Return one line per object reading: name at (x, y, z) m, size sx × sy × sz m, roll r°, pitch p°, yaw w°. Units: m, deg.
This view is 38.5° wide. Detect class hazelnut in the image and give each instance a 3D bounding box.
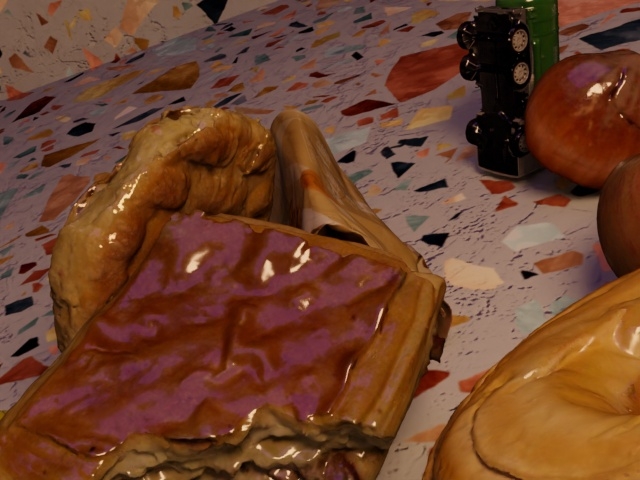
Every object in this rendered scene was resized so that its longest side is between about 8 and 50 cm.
hazelnut at (0.341, -0.153, 1.124) m, size 0.182 × 0.182 × 0.182 m, roll -15°, pitch 28°, yaw 8°

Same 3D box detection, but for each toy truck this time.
toy truck at (0.262, -0.213, 1.214) m, size 0.124 × 0.243 × 0.101 m, roll -20°, pitch 25°, yaw -30°

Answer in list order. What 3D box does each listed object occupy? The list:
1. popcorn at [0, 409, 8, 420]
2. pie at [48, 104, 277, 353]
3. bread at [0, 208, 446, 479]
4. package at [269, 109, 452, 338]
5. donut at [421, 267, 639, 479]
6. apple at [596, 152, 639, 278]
popcorn at (-0.331, 0.248, 0.824) m, size 0.197 × 0.198 × 0.155 m, roll -35°, pitch 33°, yaw -27°
pie at (-0.156, 0.017, 0.974) m, size 0.083 × 0.340 × 0.339 m, roll 24°, pitch 45°, yaw 23°
bread at (-0.082, 0.163, 0.793) m, size 0.314 × 0.192 × 0.370 m, roll 17°, pitch 55°, yaw 23°
package at (0.032, 0.003, 1.053) m, size 0.164 × 0.221 × 0.311 m, roll -1°, pitch 26°, yaw -10°
donut at (0.258, 0.138, 0.557) m, size 0.448 × 0.198 × 0.449 m, roll -25°, pitch 10°, yaw 5°
apple at (0.377, -0.030, 0.826) m, size 0.260 × 0.194 × 0.261 m, roll -37°, pitch -7°, yaw -5°
